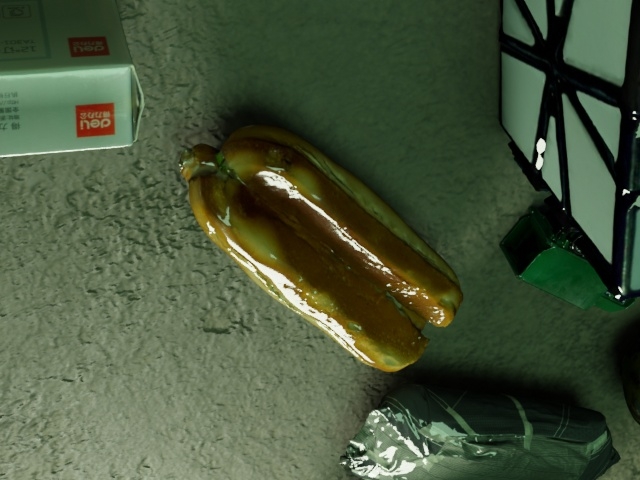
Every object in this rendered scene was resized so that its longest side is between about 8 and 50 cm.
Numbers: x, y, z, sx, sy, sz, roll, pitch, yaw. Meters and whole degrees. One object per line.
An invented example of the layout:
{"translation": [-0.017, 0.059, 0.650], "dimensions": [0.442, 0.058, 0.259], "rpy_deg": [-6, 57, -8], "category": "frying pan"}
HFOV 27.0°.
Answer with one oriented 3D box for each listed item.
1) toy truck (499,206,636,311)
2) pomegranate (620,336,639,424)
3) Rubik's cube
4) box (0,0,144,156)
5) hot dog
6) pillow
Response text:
{"translation": [0.266, 0.019, 1.346], "dimensions": [0.147, 0.065, 0.079], "rpy_deg": [22, 117, -29], "category": "toy truck"}
{"translation": [0.387, 0.168, 1.434], "dimensions": [0.125, 0.163, 0.138], "rpy_deg": [0, 148, 1], "category": "pomegranate"}
{"translation": [0.323, -0.159, 1.104], "dimensions": [0.283, 0.288, 0.293], "rpy_deg": [-14, 129, -9], "category": "Rubik's cube"}
{"translation": [-0.279, -0.129, 1.033], "dimensions": [0.269, 0.135, 0.079], "rpy_deg": [-5, 129, -13], "category": "box"}
{"translation": [0.000, 0.000, 1.231], "dimensions": [0.135, 0.100, 0.337], "rpy_deg": [-47, 125, 7], "category": "hot dog"}
{"translation": [0.187, 0.227, 1.448], "dimensions": [0.335, 0.092, 0.161], "rpy_deg": [9, 139, -25], "category": "pillow"}
